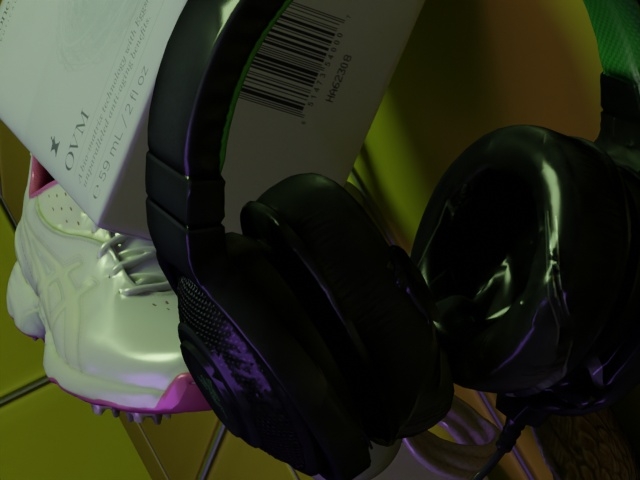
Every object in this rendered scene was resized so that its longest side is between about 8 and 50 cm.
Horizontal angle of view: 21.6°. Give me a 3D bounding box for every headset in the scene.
[{"bbox_3d":[0.062,0.037,0.725,0.185,0.243,0.394,-144,46,-58],"label":"headset"}]

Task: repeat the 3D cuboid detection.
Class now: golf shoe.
[{"bbox_3d":[-0.126,0.016,1.035,0.306,0.115,0.140,28,121,58],"label":"golf shoe"}]

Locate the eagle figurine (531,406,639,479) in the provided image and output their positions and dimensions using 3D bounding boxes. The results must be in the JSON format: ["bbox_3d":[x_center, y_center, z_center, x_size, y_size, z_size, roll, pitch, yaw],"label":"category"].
[{"bbox_3d":[0.172,0.211,0.903,0.226,0.225,0.298,19,113,9],"label":"eagle figurine"}]

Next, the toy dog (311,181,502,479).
[{"bbox_3d":[0.000,0.000,1.098,0.333,0.220,0.161,46,118,36],"label":"toy dog"}]

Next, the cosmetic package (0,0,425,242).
[{"bbox_3d":[-0.069,-0.135,0.940,0.225,0.138,0.224,41,111,54],"label":"cosmetic package"}]

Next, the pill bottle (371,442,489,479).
[{"bbox_3d":[0.082,0.255,1.270,0.121,0.121,0.221,50,159,39],"label":"pill bottle"}]
